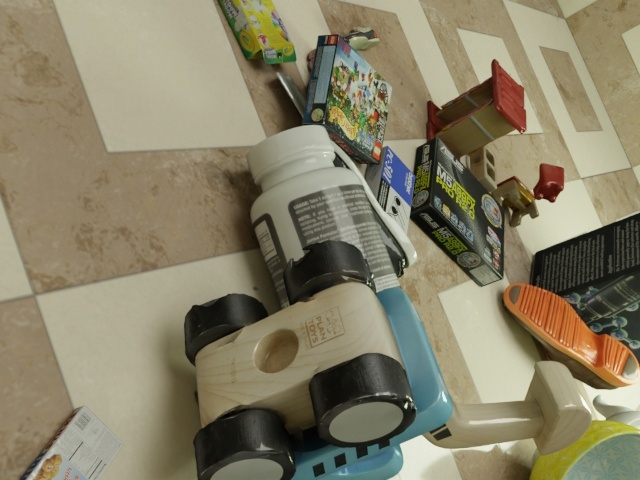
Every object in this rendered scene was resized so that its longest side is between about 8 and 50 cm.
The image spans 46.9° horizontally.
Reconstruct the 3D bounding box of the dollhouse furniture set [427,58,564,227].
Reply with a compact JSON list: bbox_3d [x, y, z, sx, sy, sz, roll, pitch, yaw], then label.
[{"bbox_3d":[0.438,-0.218,1.745,0.374,0.201,0.152,36,44,-31],"label":"dollhouse furniture set"}]

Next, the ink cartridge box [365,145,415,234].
[{"bbox_3d":[0.126,-0.076,1.406,0.097,0.046,0.207,43,41,-28],"label":"ink cartridge box"}]

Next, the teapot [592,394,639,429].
[{"bbox_3d":[0.683,0.508,1.635,0.252,0.187,0.256,43,64,3],"label":"teapot"}]

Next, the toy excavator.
[{"bbox_3d":[0.100,0.205,0.948,0.445,0.433,0.222,54,14,-46],"label":"toy excavator"}]

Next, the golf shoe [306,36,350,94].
[{"bbox_3d":[0.022,-0.304,1.383,0.067,0.086,0.186,25,52,-42],"label":"golf shoe"}]

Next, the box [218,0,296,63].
[{"bbox_3d":[-0.114,-0.388,1.304,0.105,0.043,0.179,-23,85,-54],"label":"box"}]

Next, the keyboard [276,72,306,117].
[{"bbox_3d":[-0.002,-0.188,1.316,0.256,0.014,0.072,58,19,-3],"label":"keyboard"}]

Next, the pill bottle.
[{"bbox_3d":[0.000,0.000,1.095,0.176,0.176,0.318,-9,77,-53],"label":"pill bottle"}]

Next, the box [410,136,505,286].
[{"bbox_3d":[0.302,-0.061,1.602,0.270,0.060,0.216,42,42,-27],"label":"box"}]

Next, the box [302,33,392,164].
[{"bbox_3d":[0.054,-0.246,1.329,0.233,0.044,0.159,23,74,-59],"label":"box"}]

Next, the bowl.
[{"bbox_3d":[0.504,0.455,1.428,0.289,0.289,0.156,40,0,-29],"label":"bowl"}]

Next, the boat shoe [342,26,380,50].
[{"bbox_3d":[0.081,-0.431,1.565,0.137,0.049,0.043,-27,87,-56],"label":"boat shoe"}]

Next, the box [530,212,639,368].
[{"bbox_3d":[0.745,0.125,1.750,0.293,0.395,0.212,47,40,-20],"label":"box"}]

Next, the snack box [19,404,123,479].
[{"bbox_3d":[-0.270,0.253,0.740,0.064,0.022,0.178,52,38,-17],"label":"snack box"}]

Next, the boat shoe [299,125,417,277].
[{"bbox_3d":[0.037,-0.055,1.234,0.091,0.114,0.302,-40,87,-19],"label":"boat shoe"}]

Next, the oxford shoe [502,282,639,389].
[{"bbox_3d":[0.543,0.234,1.684,0.364,0.133,0.130,37,51,-5],"label":"oxford shoe"}]
